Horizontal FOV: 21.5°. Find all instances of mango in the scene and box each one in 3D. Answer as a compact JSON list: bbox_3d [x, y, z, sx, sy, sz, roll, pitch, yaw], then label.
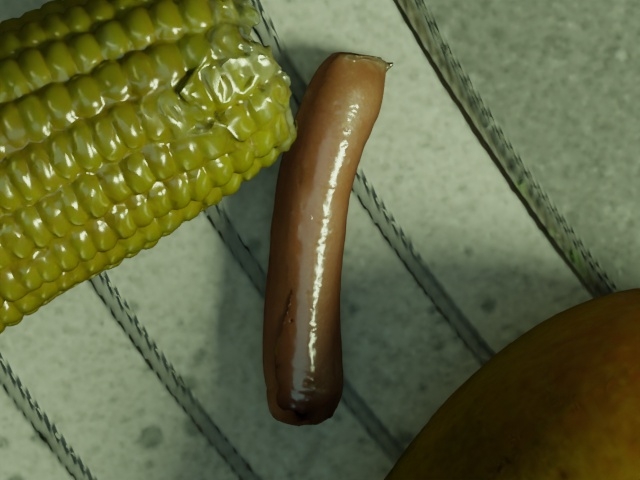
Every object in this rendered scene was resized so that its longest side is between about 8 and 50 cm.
[{"bbox_3d":[0.119,0.158,0.739,0.211,0.173,0.317,35,107,-8],"label":"mango"}]

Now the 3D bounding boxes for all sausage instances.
[{"bbox_3d":[0.000,0.000,0.786,0.047,0.040,0.177,7,94,2],"label":"sausage"}]

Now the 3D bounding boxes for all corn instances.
[{"bbox_3d":[-0.174,-0.010,0.748,0.344,0.131,0.131,-30,94,1],"label":"corn"}]
